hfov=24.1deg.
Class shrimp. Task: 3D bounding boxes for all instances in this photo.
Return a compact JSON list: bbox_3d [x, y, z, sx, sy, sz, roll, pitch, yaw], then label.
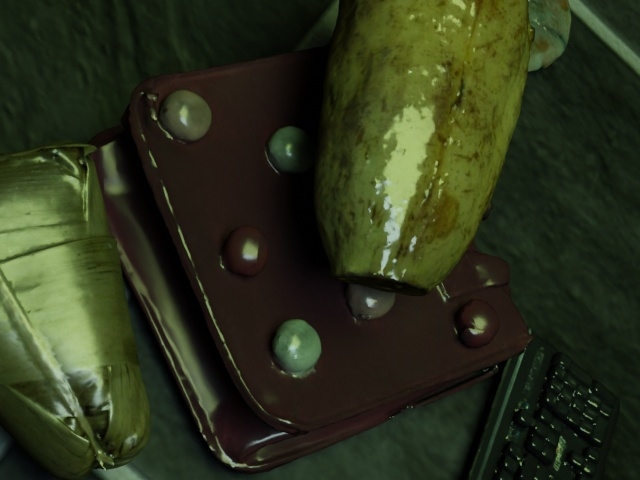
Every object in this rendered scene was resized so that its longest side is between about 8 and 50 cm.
[{"bbox_3d":[0.088,-0.195,0.980,0.148,0.035,0.195,-19,80,-36],"label":"shrimp"}]

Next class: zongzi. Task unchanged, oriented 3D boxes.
[{"bbox_3d":[-0.169,0.040,0.665,0.176,0.078,0.160,-9,72,-26],"label":"zongzi"}]

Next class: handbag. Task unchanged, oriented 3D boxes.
[{"bbox_3d":[0.001,-0.001,0.795,0.216,0.074,0.203,-17,77,-38],"label":"handbag"}]

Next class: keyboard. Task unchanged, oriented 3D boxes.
[{"bbox_3d":[0.110,0.156,0.818,0.093,0.025,0.230,37,52,-16],"label":"keyboard"}]

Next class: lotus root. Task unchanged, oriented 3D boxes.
[{"bbox_3d":[0.056,-0.085,0.770,0.110,0.097,0.258,25,58,-26],"label":"lotus root"}]
